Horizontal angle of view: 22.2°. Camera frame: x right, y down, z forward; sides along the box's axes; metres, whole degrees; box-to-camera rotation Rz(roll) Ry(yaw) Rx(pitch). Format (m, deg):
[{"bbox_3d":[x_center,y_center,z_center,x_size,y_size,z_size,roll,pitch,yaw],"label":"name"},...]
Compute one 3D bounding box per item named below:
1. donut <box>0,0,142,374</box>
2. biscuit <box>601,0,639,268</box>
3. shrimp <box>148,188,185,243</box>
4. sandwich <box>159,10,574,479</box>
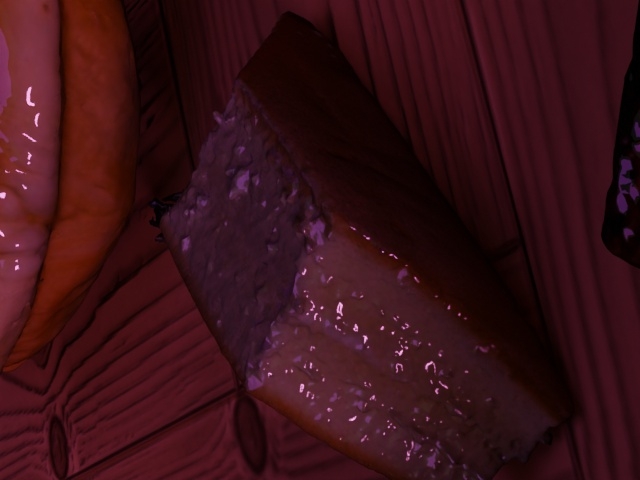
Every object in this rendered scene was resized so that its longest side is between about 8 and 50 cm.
[{"bbox_3d":[-0.261,-0.109,1.011,0.449,0.198,0.449,12,105,58],"label":"donut"},{"bbox_3d":[0.158,-0.098,0.476,0.106,0.070,0.252,28,115,52],"label":"biscuit"},{"bbox_3d":[-0.046,0.012,0.834,0.161,0.034,0.091,10,101,54],"label":"shrimp"},{"bbox_3d":[0.000,0.000,0.697,0.094,0.096,0.258,-57,46,26],"label":"sandwich"}]
